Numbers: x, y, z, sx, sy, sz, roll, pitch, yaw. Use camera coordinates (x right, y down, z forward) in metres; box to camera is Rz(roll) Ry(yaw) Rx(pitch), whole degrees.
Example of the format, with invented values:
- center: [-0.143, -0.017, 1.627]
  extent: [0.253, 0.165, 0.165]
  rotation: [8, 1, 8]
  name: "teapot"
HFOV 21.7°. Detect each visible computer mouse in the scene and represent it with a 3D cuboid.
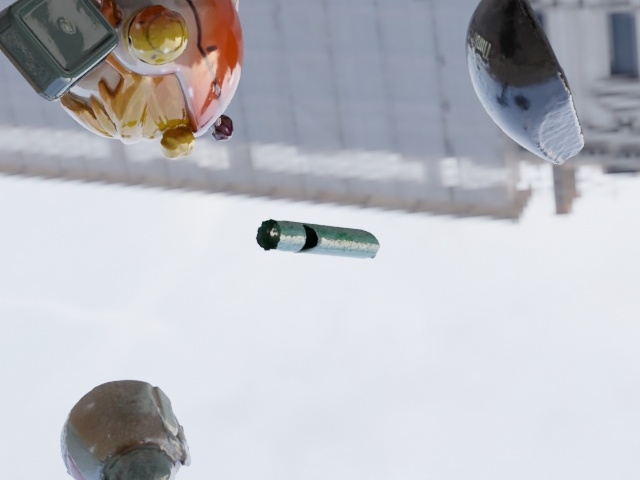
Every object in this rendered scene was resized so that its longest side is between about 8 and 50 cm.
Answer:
- center: [0.230, -0.189, 1.963]
  extent: [0.100, 0.170, 0.269]
  rotation: [-23, 159, 7]
  name: "computer mouse"

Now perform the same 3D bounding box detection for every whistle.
- center: [-0.262, 0.326, 2.319]
  extent: [0.189, 0.189, 0.348]
  rotation: [-13, -139, -15]
  name: "whistle"
- center: [0.000, 0.000, 1.929]
  extent: [0.039, 0.039, 0.186]
  rotation: [9, -178, 39]
  name: "whistle"

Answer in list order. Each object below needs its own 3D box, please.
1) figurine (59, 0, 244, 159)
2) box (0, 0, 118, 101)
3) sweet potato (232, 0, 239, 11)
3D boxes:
- center: [-0.180, -0.236, 1.711]
  extent: [0.196, 0.323, 0.320]
  rotation: [-12, -149, -20]
  name: "figurine"
- center: [-0.231, -0.181, 1.466]
  extent: [0.031, 0.091, 0.126]
  rotation: [-34, -171, 31]
  name: "box"
- center: [-0.145, -0.313, 2.368]
  extent: [0.058, 0.202, 0.055]
  rotation: [3, -124, -8]
  name: "sweet potato"
